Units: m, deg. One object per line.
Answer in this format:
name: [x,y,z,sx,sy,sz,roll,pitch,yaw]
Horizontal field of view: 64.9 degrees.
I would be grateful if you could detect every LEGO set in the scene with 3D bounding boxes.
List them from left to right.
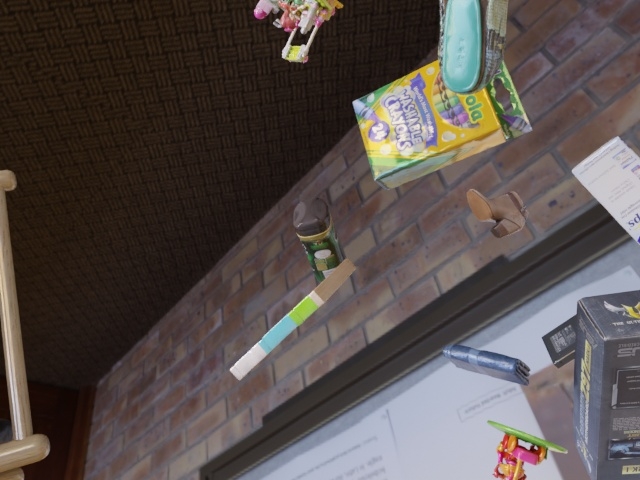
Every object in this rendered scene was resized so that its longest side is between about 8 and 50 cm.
LEGO set: [-0.043,-0.348,0.768,0.132,0.287,0.107,25,97,-11]

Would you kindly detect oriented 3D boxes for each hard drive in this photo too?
hard drive: [0.538,0.198,1.055,0.022,0.094,0.135,40,115,-13]

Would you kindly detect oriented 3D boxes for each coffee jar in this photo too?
coffee jar: [0.000,0.000,1.097,0.079,0.096,0.184,-13,130,10]

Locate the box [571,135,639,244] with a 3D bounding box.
box: [0.424,-0.070,0.696,0.072,0.137,0.126,-43,169,26]

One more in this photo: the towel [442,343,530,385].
towel: [0.250,0.183,0.760,0.120,0.029,0.067,5,153,46]

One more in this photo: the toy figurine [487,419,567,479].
toy figurine: [0.324,0.406,0.856,0.130,0.159,0.173,19,166,12]

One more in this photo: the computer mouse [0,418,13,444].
computer mouse: [-0.565,0.332,0.693,0.272,0.072,0.188,-10,142,-39]

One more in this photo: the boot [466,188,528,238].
boot: [0.324,-0.063,0.910,0.087,0.042,0.118,-39,100,-23]

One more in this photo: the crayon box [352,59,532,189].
crayon box: [0.246,-0.264,1.064,0.323,0.202,0.083,-21,159,22]

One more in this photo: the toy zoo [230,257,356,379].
toy zoo: [-0.063,0.161,0.973,0.030,0.192,0.293,46,116,4]

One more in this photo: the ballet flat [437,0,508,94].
ballet flat: [0.135,-0.224,0.430,0.070,0.070,0.188,-6,122,-7]

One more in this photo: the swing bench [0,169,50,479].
swing bench: [-0.372,0.085,0.379,0.255,0.253,0.165,-2,152,-39]

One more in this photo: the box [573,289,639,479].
box: [0.340,0.118,0.416,0.233,0.059,0.183,-10,118,11]
